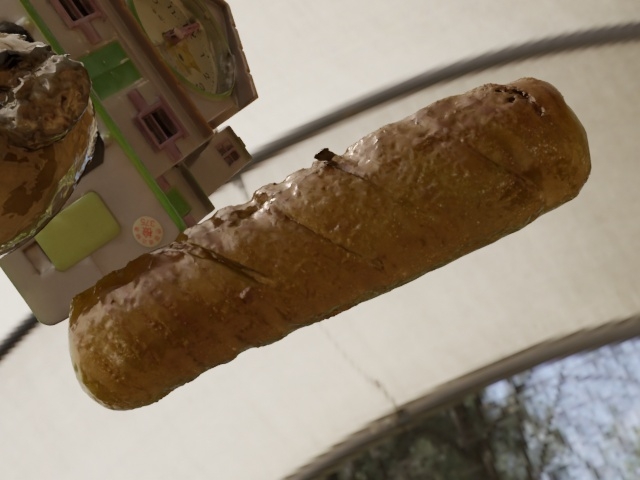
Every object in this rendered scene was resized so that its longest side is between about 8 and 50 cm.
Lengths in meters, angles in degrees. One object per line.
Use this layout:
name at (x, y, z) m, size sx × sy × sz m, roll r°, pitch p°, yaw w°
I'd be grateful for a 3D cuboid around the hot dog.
hot dog at (0.001, 0.002, 0.721) m, size 0.285 × 0.088 × 0.061 m, roll -31°, pitch -14°, yaw 2°

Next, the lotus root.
lotus root at (-0.234, -0.037, 0.801) m, size 0.303 × 0.131 × 0.146 m, roll -9°, pitch 8°, yaw 37°

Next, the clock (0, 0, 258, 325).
clock at (-0.159, -0.115, 1.101) m, size 0.166 × 0.235 × 0.309 m, roll -31°, pitch 8°, yaw 23°
